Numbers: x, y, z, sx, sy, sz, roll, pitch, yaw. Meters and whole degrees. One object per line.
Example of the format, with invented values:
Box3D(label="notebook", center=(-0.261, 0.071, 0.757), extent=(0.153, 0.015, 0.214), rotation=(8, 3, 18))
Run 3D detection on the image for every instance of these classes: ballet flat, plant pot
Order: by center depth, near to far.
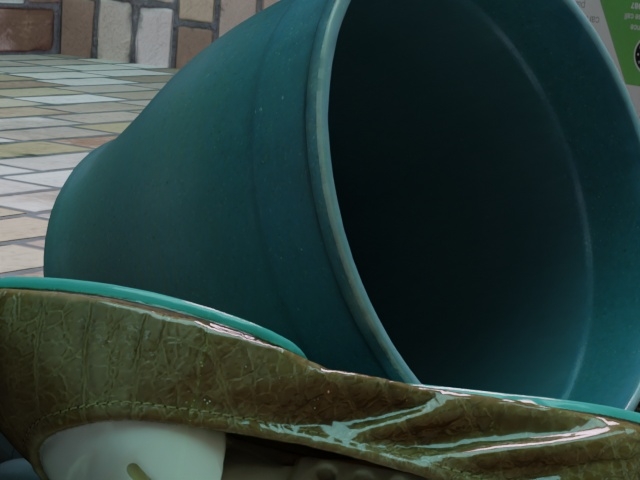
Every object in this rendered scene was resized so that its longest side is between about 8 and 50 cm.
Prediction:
Box3D(label="ballet flat", center=(-0.007, 0.108, 0.823), extent=(0.342, 0.124, 0.116), rotation=(14, -35, -3))
Box3D(label="plant pot", center=(0.000, 0.000, 1.033), extent=(0.255, 0.272, 0.271), rotation=(-16, -6, 41))

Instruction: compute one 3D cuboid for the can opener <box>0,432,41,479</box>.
Box3D(label="can opener", center=(-0.164, 0.090, 1.006), extent=(0.095, 0.076, 0.283), rotation=(-4, 11, -42))

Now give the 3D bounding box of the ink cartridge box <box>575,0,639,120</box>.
Box3D(label="ink cartridge box", center=(0.224, -0.037, 1.354), extent=(0.117, 0.278, 0.201), rotation=(-5, 12, -34))
